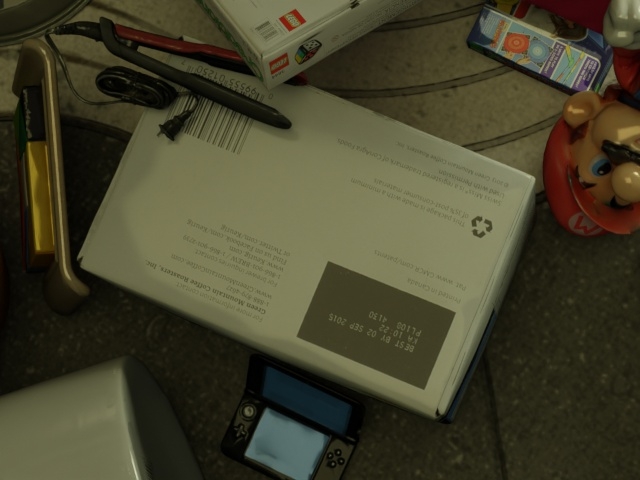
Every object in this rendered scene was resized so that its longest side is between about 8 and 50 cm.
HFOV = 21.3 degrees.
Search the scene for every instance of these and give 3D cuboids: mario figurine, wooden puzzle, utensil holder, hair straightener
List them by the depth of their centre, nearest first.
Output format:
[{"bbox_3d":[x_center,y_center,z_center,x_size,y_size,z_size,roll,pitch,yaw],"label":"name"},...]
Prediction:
[{"bbox_3d":[-0.131,-0.133,1.450,0.230,0.047,0.089,17,83,7],"label":"hair straightener"},{"bbox_3d":[0.321,-0.111,1.509,0.198,0.170,0.320,51,123,19],"label":"mario figurine"},{"bbox_3d":[-0.298,0.308,1.530,0.385,0.327,0.327,-20,82,3],"label":"utensil holder"},{"bbox_3d":[-0.264,-0.052,1.608,0.044,0.221,0.238,-9,84,-15],"label":"wooden puzzle"}]

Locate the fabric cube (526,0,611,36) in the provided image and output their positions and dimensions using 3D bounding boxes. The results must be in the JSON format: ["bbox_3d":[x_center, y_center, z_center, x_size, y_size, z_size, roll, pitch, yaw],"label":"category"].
[{"bbox_3d":[0.211,-0.380,1.512,0.258,0.259,0.254,25,73,8],"label":"fabric cube"}]

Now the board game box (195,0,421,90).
[{"bbox_3d":[-0.047,-0.287,1.475,0.193,0.053,0.305,-31,61,-12],"label":"board game box"}]

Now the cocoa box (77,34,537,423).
[{"bbox_3d":[0.000,0.000,1.556,0.347,0.228,0.231,22,86,10],"label":"cocoa box"}]

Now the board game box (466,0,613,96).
[{"bbox_3d":[0.246,-0.250,1.644,0.136,0.035,0.201,27,89,10],"label":"board game box"}]

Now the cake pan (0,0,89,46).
[{"bbox_3d":[-0.342,-0.345,1.731,0.293,0.054,0.293,-1,84,9],"label":"cake pan"}]

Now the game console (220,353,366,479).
[{"bbox_3d":[-0.028,0.180,1.623,0.122,0.071,0.107,25,88,10],"label":"game console"}]

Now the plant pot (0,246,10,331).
[{"bbox_3d":[-0.424,0.045,1.629,0.291,0.203,0.290,-1,83,8],"label":"plant pot"}]
